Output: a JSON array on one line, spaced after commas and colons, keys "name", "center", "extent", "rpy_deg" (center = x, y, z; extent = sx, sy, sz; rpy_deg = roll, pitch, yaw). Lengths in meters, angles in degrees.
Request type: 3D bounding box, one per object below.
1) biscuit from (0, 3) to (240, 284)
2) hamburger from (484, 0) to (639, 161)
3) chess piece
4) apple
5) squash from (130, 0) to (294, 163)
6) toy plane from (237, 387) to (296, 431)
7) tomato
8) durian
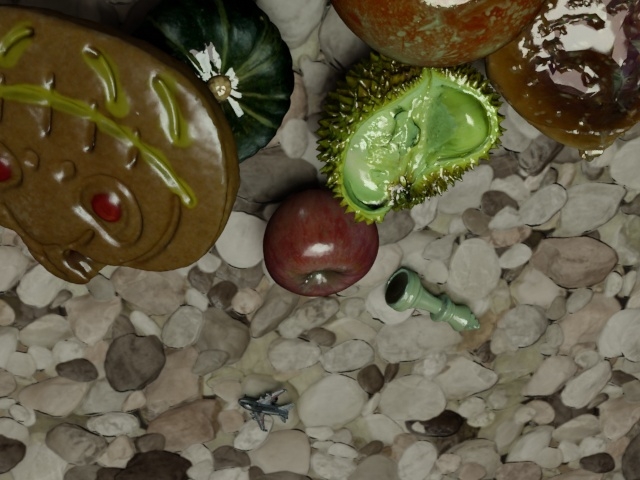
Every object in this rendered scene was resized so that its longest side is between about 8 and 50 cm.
[{"name": "biscuit", "center": [-0.287, -0.093, 1.562], "extent": [0.395, 0.070, 0.350], "rpy_deg": [13, 123, 12]}, {"name": "hamburger", "center": [0.316, -0.242, 1.661], "extent": [0.243, 0.146, 0.286], "rpy_deg": [-1, 122, 2]}, {"name": "chess piece", "center": [0.162, 0.091, 1.881], "extent": [0.149, 0.059, 0.059], "rpy_deg": [25, 114, -27]}, {"name": "apple", "center": [0.000, 0.000, 1.755], "extent": [0.154, 0.120, 0.153], "rpy_deg": [-6, 151, -3]}, {"name": "squash", "center": [-0.134, -0.193, 1.608], "extent": [0.218, 0.172, 0.218], "rpy_deg": [-2, 113, -4]}, {"name": "toy plane", "center": [-0.080, 0.237, 1.942], "extent": [0.083, 0.031, 0.078], "rpy_deg": [19, 115, -17]}, {"name": "tomato", "center": [0.134, -0.320, 1.528], "extent": [0.270, 0.270, 0.222], "rpy_deg": [-19, 151, 4]}, {"name": "durian", "center": [0.101, -0.136, 1.669], "extent": [0.237, 0.176, 0.200], "rpy_deg": [-40, 104, 7]}]
